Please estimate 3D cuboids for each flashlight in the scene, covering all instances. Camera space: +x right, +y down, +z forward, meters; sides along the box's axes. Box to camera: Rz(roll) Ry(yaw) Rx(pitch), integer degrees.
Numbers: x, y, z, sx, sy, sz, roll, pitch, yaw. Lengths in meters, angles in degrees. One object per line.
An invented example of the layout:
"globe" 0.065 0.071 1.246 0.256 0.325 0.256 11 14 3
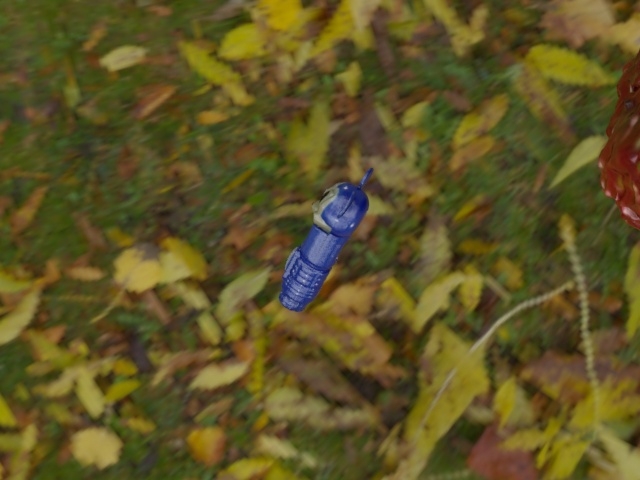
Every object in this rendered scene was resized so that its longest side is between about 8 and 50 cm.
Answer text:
"flashlight" 0.000 0.000 1.355 0.035 0.057 0.121 32 127 2

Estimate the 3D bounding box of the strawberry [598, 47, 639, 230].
"strawberry" 0.344 -0.077 1.373 0.292 0.343 0.292 0 89 11
